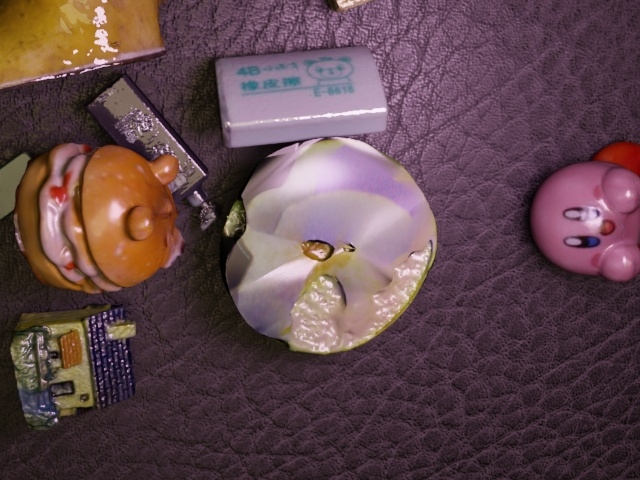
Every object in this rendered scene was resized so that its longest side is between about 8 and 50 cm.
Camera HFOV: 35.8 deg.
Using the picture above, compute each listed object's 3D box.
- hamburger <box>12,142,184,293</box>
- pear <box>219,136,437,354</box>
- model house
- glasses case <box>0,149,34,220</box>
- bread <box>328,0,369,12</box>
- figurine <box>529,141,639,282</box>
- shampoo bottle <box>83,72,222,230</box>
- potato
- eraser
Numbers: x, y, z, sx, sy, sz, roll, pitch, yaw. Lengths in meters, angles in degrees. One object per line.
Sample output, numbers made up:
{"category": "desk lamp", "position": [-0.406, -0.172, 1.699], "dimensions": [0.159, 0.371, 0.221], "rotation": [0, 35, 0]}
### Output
{"category": "hamburger", "position": [-0.354, -0.044, 1.685], "dimensions": [0.237, 0.276, 0.276], "rotation": [-8, 104, 16]}
{"category": "pear", "position": [0.003, 0.001, 1.828], "dimensions": [0.399, 0.165, 0.398], "rotation": [-2, 102, -9]}
{"category": "model house", "position": [-0.435, 0.227, 1.803], "dimensions": [0.212, 0.170, 0.193], "rotation": [-7, 100, -8]}
{"category": "glasses case", "position": [-0.578, -0.080, 1.781], "dimensions": [0.184, 0.039, 0.077], "rotation": [-37, 105, 0]}
{"category": "bread", "position": [0.054, -0.512, 1.764], "dimensions": [0.138, 0.102, 0.196], "rotation": [-24, 101, -6]}
{"category": "figurine", "position": [0.508, -0.043, 1.893], "dimensions": [0.211, 0.261, 0.269], "rotation": [3, 104, 18]}
{"category": "shampoo bottle", "position": [-0.289, -0.154, 1.799], "dimensions": [0.098, 0.071, 0.309], "rotation": [-41, 107, -2]}
{"category": "potato", "position": [-0.451, -0.402, 1.615], "dimensions": [0.397, 0.290, 0.295], "rotation": [-16, 102, -23]}
{"category": "eraser", "position": [-0.041, -0.257, 1.763], "dimensions": [0.290, 0.189, 0.104], "rotation": [-7, 136, -8]}
